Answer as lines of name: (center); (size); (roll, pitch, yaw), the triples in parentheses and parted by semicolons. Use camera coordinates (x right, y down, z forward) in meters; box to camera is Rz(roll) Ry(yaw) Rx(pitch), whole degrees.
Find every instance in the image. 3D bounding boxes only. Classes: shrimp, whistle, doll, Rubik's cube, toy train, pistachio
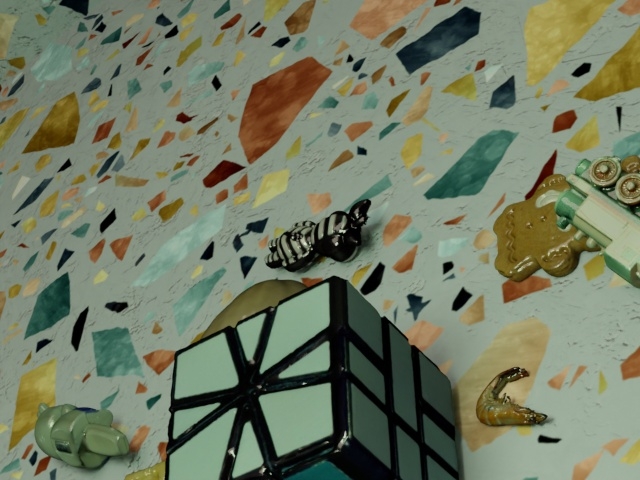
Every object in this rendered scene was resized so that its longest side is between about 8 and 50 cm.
shrimp: (0.254, 0.205, 1.854); (0.127, 0.025, 0.091); (11, 60, 53)
whistle: (-0.386, 0.314, 2.318); (0.244, 0.110, 0.092); (-2, 18, 46)
doll: (0.000, 0.000, 2.288); (0.219, 0.067, 0.091); (-19, 45, 40)
Rubik's cube: (-0.006, 0.265, 1.827); (0.288, 0.283, 0.293); (-25, 43, 24)
toy train: (0.393, -0.030, 1.878); (0.125, 0.081, 0.194); (-48, 54, -3)
pistachio: (-0.094, 0.185, 2.101); (0.197, 0.166, 0.288); (7, 59, 37)

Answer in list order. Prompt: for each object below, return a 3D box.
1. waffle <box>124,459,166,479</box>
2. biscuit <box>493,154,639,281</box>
waffle: (-0.219, 0.426, 2.067); (0.168, 0.057, 0.274); (-24, 39, 25)
biscuit: (0.351, -0.033, 1.998); (0.249, 0.035, 0.184); (-22, 41, 28)
